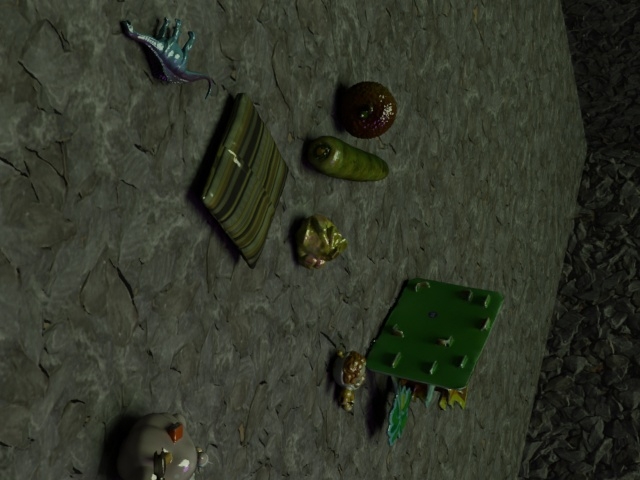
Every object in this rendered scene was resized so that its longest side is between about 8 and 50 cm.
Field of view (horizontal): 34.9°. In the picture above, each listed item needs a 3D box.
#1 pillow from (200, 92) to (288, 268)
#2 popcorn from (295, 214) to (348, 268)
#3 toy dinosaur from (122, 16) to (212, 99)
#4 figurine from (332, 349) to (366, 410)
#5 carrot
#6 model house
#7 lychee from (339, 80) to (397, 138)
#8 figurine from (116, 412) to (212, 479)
[{"bbox_3d":[-0.115,-0.092,1.621,0.212,0.052,0.208,61,38,-52],"label":"pillow"},{"bbox_3d":[-0.002,-0.001,1.854,0.109,0.089,0.097,62,30,-45],"label":"popcorn"},{"bbox_3d":[-0.205,-0.258,1.406,0.197,0.045,0.080,37,74,-53],"label":"toy dinosaur"},{"bbox_3d":[0.059,0.281,2.070,0.143,0.068,0.101,74,34,-61],"label":"figurine"},{"bbox_3d":[0.068,-0.148,1.989,0.358,0.074,0.074,7,89,-68],"label":"carrot"},{"bbox_3d":[0.268,0.315,2.326,0.358,0.242,0.313,-57,147,-47],"label":"model house"},{"bbox_3d":[0.091,-0.250,1.967,0.146,0.114,0.114,-51,144,-81],"label":"lychee"},{"bbox_3d":[-0.220,0.312,1.423,0.229,0.112,0.137,78,35,-60],"label":"figurine"}]
